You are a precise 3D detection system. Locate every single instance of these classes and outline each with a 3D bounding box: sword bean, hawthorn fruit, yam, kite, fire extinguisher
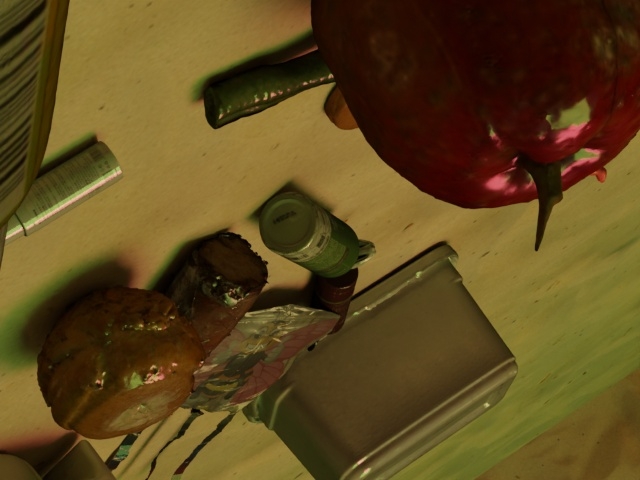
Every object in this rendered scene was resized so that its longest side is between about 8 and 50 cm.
[{"bbox_3d":[0.024,-0.147,1.367,0.269,0.038,0.043,-22,-160,-25],"label":"sword bean"},{"bbox_3d":[0.125,-0.152,1.242,0.258,0.262,0.258,-47,160,-23],"label":"hawthorn fruit"},{"bbox_3d":[-0.113,0.062,1.587,0.079,0.079,0.141,-17,153,-49],"label":"yam"},{"bbox_3d":[-0.131,0.181,1.885,0.204,0.022,0.360,3,137,-47],"label":"kite"},{"bbox_3d":[0.015,0.063,1.893,0.078,0.045,0.157,-54,169,-26],"label":"fire extinguisher"}]

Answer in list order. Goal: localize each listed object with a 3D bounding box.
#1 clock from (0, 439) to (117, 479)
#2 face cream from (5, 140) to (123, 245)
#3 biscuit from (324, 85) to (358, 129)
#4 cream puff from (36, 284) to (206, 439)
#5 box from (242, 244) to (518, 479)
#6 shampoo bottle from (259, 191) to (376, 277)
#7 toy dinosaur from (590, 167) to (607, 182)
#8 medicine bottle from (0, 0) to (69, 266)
[{"bbox_3d":[-0.357,0.314,1.671,0.265,0.108,0.324,-43,161,17],"label":"clock"},{"bbox_3d":[-0.207,-0.027,1.247,0.130,0.034,0.034,-34,162,-18],"label":"face cream"},{"bbox_3d":[0.108,-0.180,1.488,0.250,0.036,0.165,-40,161,6],"label":"biscuit"},{"bbox_3d":[-0.178,0.101,1.487,0.150,0.115,0.165,-9,156,-45],"label":"cream puff"},{"bbox_3d":[0.081,0.172,2.057,0.312,0.182,0.175,-31,161,-20],"label":"box"},{"bbox_3d":[0.000,0.000,1.671,0.065,0.065,0.204,-41,162,6],"label":"shampoo bottle"},{"bbox_3d":[0.304,-0.157,1.921,0.139,0.070,0.286,1,140,-30],"label":"toy dinosaur"},{"bbox_3d":[-0.225,-0.088,0.754,0.224,0.224,0.384,-29,160,-27],"label":"medicine bottle"}]
